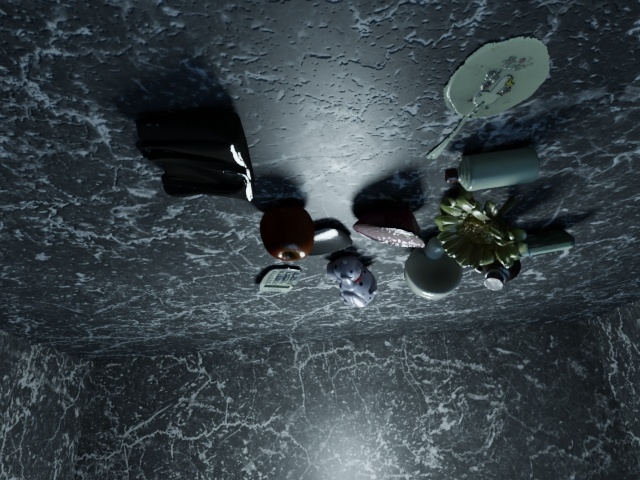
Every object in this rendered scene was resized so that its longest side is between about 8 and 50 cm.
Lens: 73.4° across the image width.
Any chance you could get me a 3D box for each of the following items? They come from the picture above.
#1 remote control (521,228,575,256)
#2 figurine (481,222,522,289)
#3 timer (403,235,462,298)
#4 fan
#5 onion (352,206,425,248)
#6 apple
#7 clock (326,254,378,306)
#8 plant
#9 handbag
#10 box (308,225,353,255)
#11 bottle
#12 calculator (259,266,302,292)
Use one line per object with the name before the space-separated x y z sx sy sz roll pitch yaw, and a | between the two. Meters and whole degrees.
remote control | 0.839 0.013 1.752 0.335 0.065 0.128 -11 -163 10
figurine | 0.664 0.059 1.616 0.161 0.275 0.158 -24 134 28
timer | 0.460 0.115 1.745 0.234 0.233 0.240 -5 158 -1
fan | 0.379 -0.319 1.049 0.233 0.012 0.414 3 153 -15
onion | 0.241 -0.059 1.489 0.247 0.111 0.250 10 172 21
apple | -0.109 -0.026 1.404 0.181 0.168 0.181 1 156 0
clock | 0.130 0.154 1.858 0.189 0.188 0.254 -15 141 20
plant | 0.525 -0.032 1.426 0.297 0.306 0.261 -16 143 -55
handbag | -0.301 -0.197 1.076 0.257 0.113 0.285 2 155 1
box | 0.000 0.000 1.625 0.213 0.042 0.201 -16 153 19
bottle | 0.479 -0.200 1.222 0.245 0.104 0.104 -8 155 5
calculator | -0.185 0.180 1.976 0.177 0.040 0.268 5 152 -22
